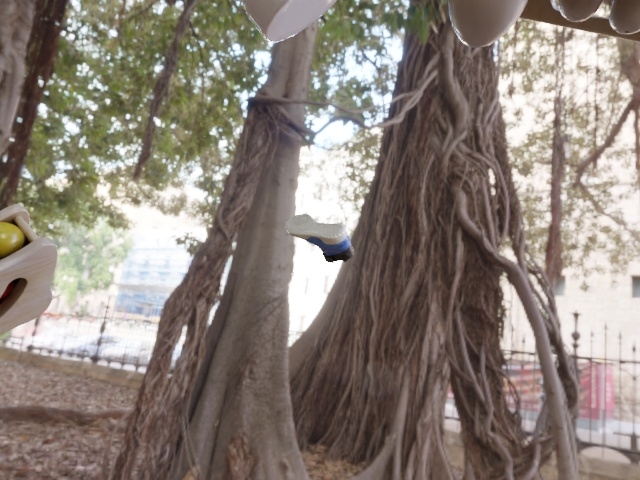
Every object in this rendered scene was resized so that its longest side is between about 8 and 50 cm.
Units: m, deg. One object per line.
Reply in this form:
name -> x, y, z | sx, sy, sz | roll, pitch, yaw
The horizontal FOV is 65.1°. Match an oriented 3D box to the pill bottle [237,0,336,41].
pill bottle -> -0.094, -0.398, 0.593 | 0.283, 0.161, 0.161 | 54, -22, -4

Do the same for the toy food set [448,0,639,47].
toy food set -> 0.140, -0.200, 0.393 | 0.306, 0.093, 0.219 | -8, 33, -38

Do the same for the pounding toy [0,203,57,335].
pounding toy -> -0.417, 0.035, 0.482 | 0.154, 0.269, 0.154 | 40, -37, 24

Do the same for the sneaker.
sneaker -> -0.001, 0.001, 0.960 | 0.152, 0.058, 0.085 | 12, -38, 41
